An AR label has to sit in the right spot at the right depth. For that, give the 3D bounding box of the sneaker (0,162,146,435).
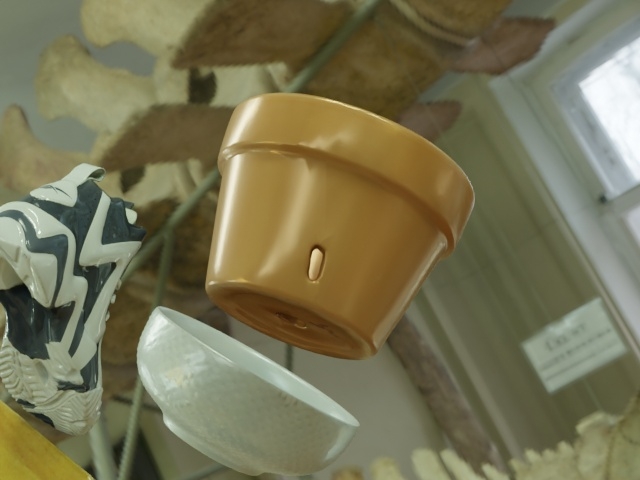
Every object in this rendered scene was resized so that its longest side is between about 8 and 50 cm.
[{"bbox_3d":[-0.193,0.040,0.897,0.153,0.094,0.235,-52,-36,-41],"label":"sneaker"}]

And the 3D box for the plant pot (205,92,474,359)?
[{"bbox_3d":[0.000,0.000,1.208,0.291,0.291,0.203,106,-174,-71],"label":"plant pot"}]

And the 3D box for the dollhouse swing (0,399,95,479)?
[{"bbox_3d":[-0.346,0.345,1.004,0.347,0.315,0.305,-49,-37,-19],"label":"dollhouse swing"}]

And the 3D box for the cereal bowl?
[{"bbox_3d":[-0.121,0.236,1.569,0.141,0.339,0.339,-60,-15,-3],"label":"cereal bowl"}]
